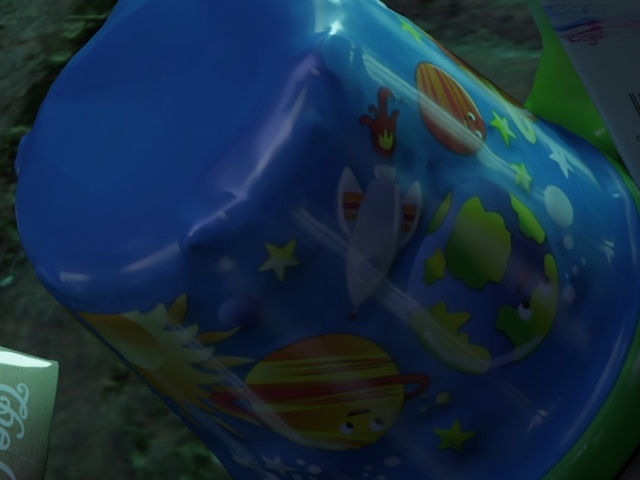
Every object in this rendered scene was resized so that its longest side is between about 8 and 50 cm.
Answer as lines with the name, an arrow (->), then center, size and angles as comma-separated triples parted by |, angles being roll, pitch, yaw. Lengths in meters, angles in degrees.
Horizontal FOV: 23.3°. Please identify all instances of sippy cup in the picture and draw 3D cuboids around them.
sippy cup -> 0.000, 0.000, 0.662 | 0.240, 0.224, 0.305 | -20, 48, 32

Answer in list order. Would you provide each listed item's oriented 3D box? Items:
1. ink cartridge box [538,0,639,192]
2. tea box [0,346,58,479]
ink cartridge box -> 0.179, -0.124, 0.526 | 0.201, 0.278, 0.117 | -2, 58, 30
tea box -> -0.285, 0.229, 0.673 | 0.323, 0.220, 0.329 | -46, 33, 43
